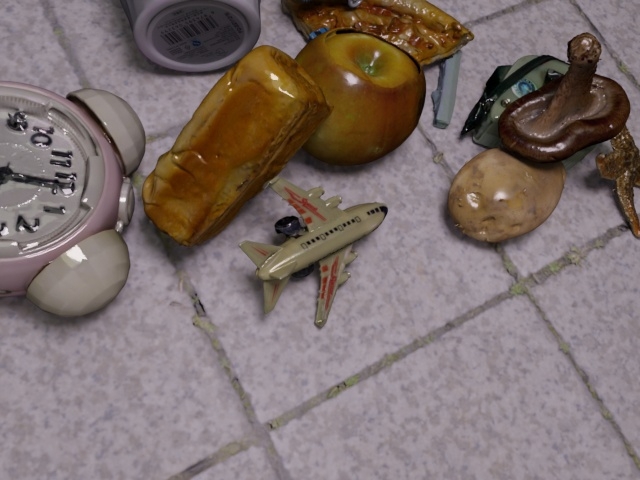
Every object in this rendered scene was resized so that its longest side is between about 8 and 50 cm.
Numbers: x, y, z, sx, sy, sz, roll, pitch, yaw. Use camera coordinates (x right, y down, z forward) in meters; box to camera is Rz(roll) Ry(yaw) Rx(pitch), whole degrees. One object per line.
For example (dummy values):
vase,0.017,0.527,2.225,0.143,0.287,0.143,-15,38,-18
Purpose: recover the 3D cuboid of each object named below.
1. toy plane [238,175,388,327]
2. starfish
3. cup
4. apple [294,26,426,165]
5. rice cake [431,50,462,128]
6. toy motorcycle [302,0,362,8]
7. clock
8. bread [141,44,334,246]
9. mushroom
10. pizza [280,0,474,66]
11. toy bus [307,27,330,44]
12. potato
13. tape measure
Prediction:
toy plane,0.000,0.000,0.883,0.256,0.104,0.241,-34,114,-37
starfish,0.539,-0.133,1.046,0.247,0.050,0.138,47,57,-24
cup,-0.230,-0.494,0.971,0.254,0.253,0.371,-7,74,-14
apple,0.054,-0.234,0.942,0.237,0.207,0.236,4,67,-10
rice cake,0.236,-0.293,1.097,0.042,0.030,0.180,17,67,-9
toy motorcycle,0.059,-0.513,1.000,0.260,0.170,0.110,-30,61,-25
clock,-0.422,-0.068,0.807,0.326,0.184,0.341,5,73,-14
bread,-0.123,-0.128,0.823,0.132,0.167,0.294,44,111,-3
mushroom,0.401,-0.236,0.893,0.227,0.217,0.148,-31,63,-14
pizza,0.099,-0.396,1.070,0.366,0.074,0.182,17,59,3
toy bus,-0.003,-0.329,1.021,0.046,0.083,0.038,-19,62,-27
potato,0.324,-0.083,0.981,0.235,0.128,0.161,-5,73,-19
tape measure,0.392,-0.255,1.070,0.235,0.115,0.207,18,69,-4
